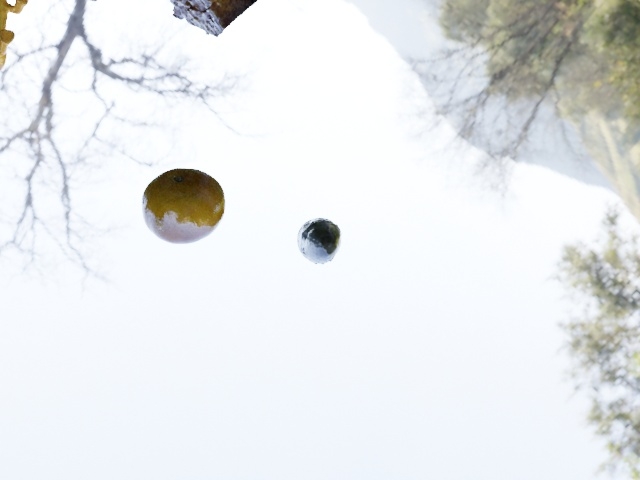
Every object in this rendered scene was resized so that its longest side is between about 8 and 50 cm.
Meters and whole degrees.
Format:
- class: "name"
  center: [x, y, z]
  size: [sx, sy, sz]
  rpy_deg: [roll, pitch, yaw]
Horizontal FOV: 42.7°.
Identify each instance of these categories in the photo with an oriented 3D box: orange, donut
- class: "orange"
  center: [-0.252, -0.068, 1.506]
  size: [0.156, 0.124, 0.156]
  rpy_deg: [-5, -134, 6]
- class: "donut"
  center: [-0.141, -0.377, 1.127]
  size: [0.144, 0.187, 0.126]
  rpy_deg: [15, 144, 36]

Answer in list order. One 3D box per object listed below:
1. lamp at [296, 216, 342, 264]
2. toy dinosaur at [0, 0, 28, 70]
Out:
- class: "lamp"
  center: [0.000, 0.000, 1.750]
  size: [0.101, 0.101, 0.250]
  rpy_deg: [32, 180, -9]
- class: "toy dinosaur"
  center: [-0.514, -0.292, 1.259]
  size: [0.070, 0.117, 0.288]
  rpy_deg: [18, -112, -29]
